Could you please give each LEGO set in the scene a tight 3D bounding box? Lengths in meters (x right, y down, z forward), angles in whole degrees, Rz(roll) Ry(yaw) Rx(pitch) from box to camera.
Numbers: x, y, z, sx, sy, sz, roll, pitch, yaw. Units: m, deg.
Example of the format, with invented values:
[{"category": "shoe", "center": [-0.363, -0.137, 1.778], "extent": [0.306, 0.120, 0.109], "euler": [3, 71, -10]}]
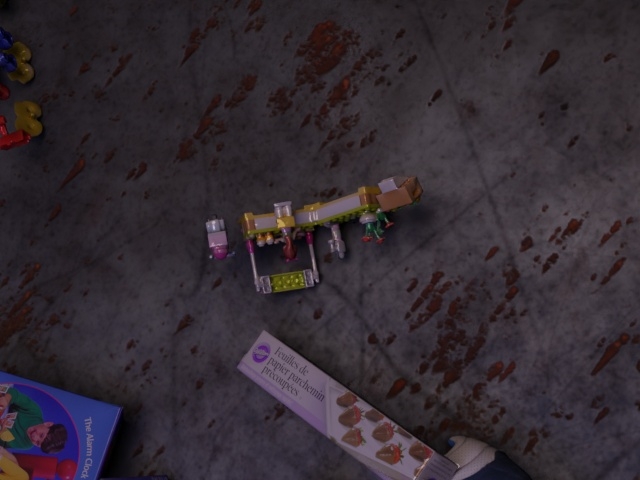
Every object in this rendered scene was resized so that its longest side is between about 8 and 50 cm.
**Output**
[{"category": "LEGO set", "center": [0.000, 0.000, 1.663], "extent": [0.287, 0.132, 0.107], "euler": [-11, 82, 6]}]

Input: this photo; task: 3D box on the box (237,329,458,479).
[{"category": "box", "center": [0.027, 0.212, 1.564], "extent": [0.324, 0.067, 0.063], "euler": [31, 85, 42]}]

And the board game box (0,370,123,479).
[{"category": "board game box", "center": [-0.416, 0.347, 1.631], "extent": [0.233, 0.078, 0.347], "euler": [17, 67, -1]}]

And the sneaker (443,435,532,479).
[{"category": "sneaker", "center": [0.135, 0.389, 1.533], "extent": [0.323, 0.130, 0.236], "euler": [-53, 50, 11]}]

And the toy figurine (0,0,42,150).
[{"category": "toy figurine", "center": [-0.563, -0.279, 1.864], "extent": [0.217, 0.191, 0.362], "euler": [-20, 70, 15]}]

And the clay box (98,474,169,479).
[{"category": "clay box", "center": [-0.196, 0.396, 1.591], "extent": [0.053, 0.127, 0.222], "euler": [-46, 62, 21]}]
